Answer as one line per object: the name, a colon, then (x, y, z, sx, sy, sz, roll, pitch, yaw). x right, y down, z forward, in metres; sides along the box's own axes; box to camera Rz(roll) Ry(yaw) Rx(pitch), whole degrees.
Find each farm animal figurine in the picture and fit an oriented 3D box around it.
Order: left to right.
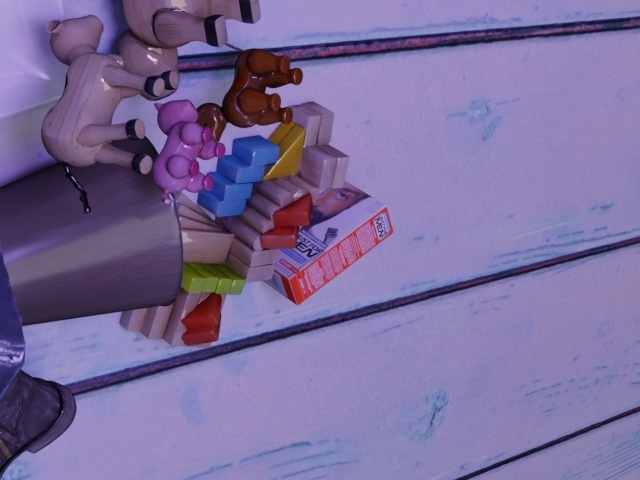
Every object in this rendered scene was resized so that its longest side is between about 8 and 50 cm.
farm animal figurine: (-0.168, -0.212, 1.307, 0.330, 0.172, 0.326, -21, 115, -60)

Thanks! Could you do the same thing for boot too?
boot: (-0.396, 0.195, 1.353, 0.263, 0.091, 0.229, -41, 153, -2)

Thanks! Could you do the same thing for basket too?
basket: (-0.281, 0.004, 1.362, 0.227, 0.154, 0.204, -17, 118, -31)

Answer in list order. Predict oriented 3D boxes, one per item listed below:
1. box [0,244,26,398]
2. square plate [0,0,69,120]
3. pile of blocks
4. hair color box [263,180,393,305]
box: (-0.545, 0.109, 0.922, 0.472, 0.297, 0.480, 20, 118, -35)
square plate: (-0.400, -0.243, 1.167, 0.344, 0.049, 0.347, -24, 129, -31)
pile of blocks: (-0.092, -0.015, 1.550, 0.362, 0.112, 0.149, -54, 138, -3)
hair color box: (0.000, 0.000, 1.660, 0.167, 0.093, 0.053, -36, 135, -22)
